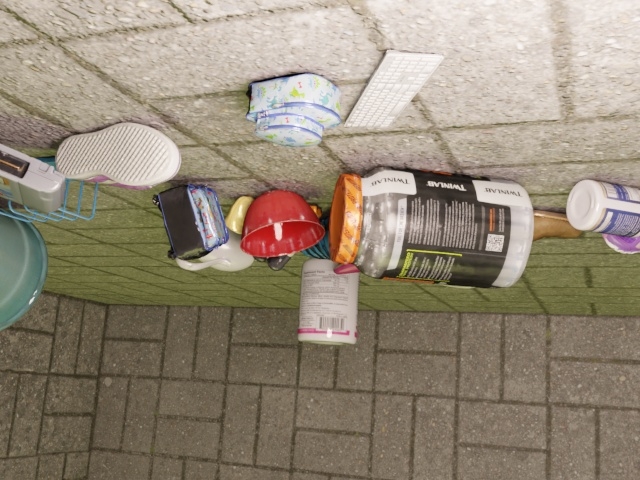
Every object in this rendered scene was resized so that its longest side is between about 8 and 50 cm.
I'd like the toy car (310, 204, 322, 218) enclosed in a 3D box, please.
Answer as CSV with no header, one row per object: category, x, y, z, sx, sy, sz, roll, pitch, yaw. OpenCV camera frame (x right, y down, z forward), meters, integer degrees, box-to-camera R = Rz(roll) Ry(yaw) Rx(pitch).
toy car,-0.057,-0.060,1.664,0.122,0.040,0.060,4,168,-1

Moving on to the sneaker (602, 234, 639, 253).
sneaker,0.685,-0.030,1.477,0.236,0.095,0.104,0,162,-8

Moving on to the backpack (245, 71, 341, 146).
backpack,-0.031,-0.173,0.997,0.114,0.084,0.105,-7,167,33

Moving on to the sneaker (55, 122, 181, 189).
sneaker,-0.305,-0.136,1.265,0.282,0.102,0.161,8,177,38

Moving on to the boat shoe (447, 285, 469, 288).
boat shoe,0.228,0.027,1.685,0.319,0.099,0.116,15,161,34

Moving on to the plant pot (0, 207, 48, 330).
plant pot,-0.854,0.022,1.688,0.341,0.341,0.334,3,161,2

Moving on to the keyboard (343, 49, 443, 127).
keyboard,0.092,-0.199,1.006,0.072,0.014,0.256,6,169,-9

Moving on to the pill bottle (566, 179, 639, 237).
pill bottle,0.551,-0.055,1.359,0.169,0.094,0.094,8,168,-17

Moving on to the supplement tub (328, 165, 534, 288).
supplement tub,0.194,-0.025,1.346,0.338,0.207,0.207,6,168,-9

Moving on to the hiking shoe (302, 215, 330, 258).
hiking shoe,0.000,0.000,1.758,0.132,0.113,0.304,4,168,-6

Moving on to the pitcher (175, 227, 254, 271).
pitcher,-0.266,0.024,1.839,0.207,0.178,0.125,12,127,-23

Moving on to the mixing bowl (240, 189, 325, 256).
mixing bowl,-0.089,-0.044,1.553,0.181,0.098,0.181,-11,158,-5

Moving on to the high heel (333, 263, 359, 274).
high heel,0.159,0.070,1.841,0.244,0.117,0.082,-20,-176,-12

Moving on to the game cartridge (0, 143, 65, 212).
game cartridge,-0.588,-0.134,1.262,0.297,0.062,0.198,23,160,-14

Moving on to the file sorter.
file sorter,-0.551,-0.098,1.482,0.170,0.104,0.118,-1,167,24

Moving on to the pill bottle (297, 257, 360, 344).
pill bottle,0.025,0.134,1.978,0.160,0.283,0.160,4,168,1

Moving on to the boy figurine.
boy figurine,-0.138,-0.016,1.707,0.177,0.092,0.285,30,171,19

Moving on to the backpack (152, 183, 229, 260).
backpack,-0.263,-0.041,1.566,0.117,0.158,0.173,-16,179,8

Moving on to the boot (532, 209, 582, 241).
boot,0.415,-0.008,1.590,0.305,0.115,0.112,1,166,6
